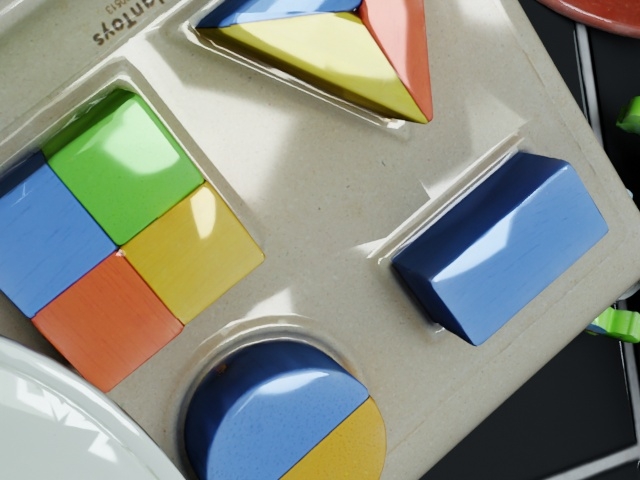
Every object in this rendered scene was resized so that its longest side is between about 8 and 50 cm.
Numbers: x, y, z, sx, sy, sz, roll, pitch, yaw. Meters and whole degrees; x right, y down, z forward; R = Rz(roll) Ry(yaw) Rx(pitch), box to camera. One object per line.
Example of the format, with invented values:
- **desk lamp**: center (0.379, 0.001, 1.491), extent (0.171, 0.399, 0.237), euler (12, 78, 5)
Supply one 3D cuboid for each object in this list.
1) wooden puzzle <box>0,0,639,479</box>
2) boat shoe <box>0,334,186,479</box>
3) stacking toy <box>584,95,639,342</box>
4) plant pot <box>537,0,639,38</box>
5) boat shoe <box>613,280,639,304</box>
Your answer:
- **wooden puzzle**: center (0.000, 0.000, 0.449), extent (0.322, 0.080, 0.347), euler (-40, 117, -8)
- **boat shoe**: center (-0.179, 0.069, 0.387), extent (0.320, 0.099, 0.116), euler (33, 87, -16)
- **stacking toy**: center (0.144, -0.049, 0.598), extent (0.221, 0.052, 0.166), euler (26, 73, -16)
- **plant pot**: center (0.252, -0.315, 0.591), extent (0.272, 0.272, 0.265), euler (29, 65, -25)
- **boat shoe**: center (0.233, 0.008, 0.674), extent (0.125, 0.038, 0.046), euler (-38, 87, -26)
